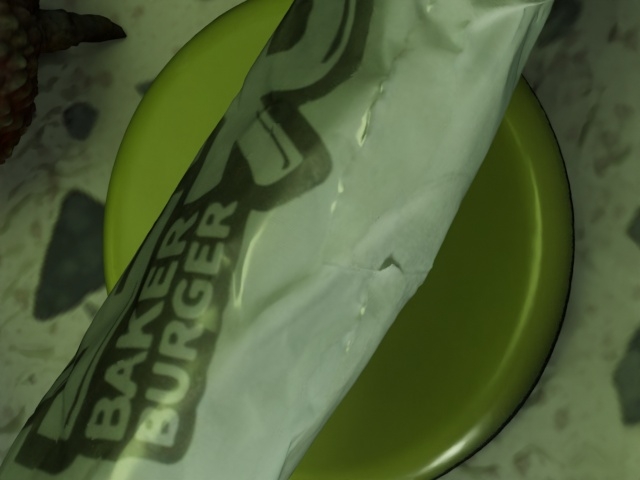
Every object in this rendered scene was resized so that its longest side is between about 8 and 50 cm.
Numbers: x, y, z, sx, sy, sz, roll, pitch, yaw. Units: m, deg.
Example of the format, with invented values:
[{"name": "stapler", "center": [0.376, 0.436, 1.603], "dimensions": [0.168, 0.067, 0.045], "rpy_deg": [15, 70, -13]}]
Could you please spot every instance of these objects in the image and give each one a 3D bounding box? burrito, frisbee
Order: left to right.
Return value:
[{"name": "frisbee", "center": [0.000, 0.000, 0.871], "dimensions": [0.236, 0.017, 0.236], "rpy_deg": [0, 90, 29]}, {"name": "burrito", "center": [0.007, -0.026, 0.726], "dimensions": [0.101, 0.139, 0.445], "rpy_deg": [30, 81, 3]}]

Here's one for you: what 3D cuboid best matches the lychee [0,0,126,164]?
[{"name": "lychee", "center": [-0.187, -0.098, 0.923], "dimensions": [0.197, 0.165, 0.165], "rpy_deg": [-1, 77, -10]}]
